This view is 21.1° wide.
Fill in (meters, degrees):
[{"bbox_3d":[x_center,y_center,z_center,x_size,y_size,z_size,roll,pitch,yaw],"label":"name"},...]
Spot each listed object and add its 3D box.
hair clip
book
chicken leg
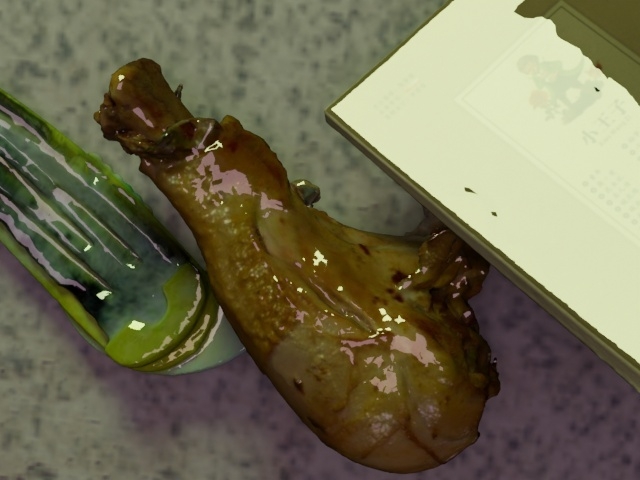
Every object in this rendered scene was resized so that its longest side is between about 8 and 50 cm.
[{"bbox_3d":[-0.109,-0.009,0.714,0.188,0.033,0.060,44,98,-6],"label":"hair clip"},{"bbox_3d":[0.117,-0.033,0.650,0.138,0.016,0.199,-42,65,-14],"label":"book"},{"bbox_3d":[-0.002,0.002,0.687,0.101,0.085,0.207,-42,96,5],"label":"chicken leg"}]
